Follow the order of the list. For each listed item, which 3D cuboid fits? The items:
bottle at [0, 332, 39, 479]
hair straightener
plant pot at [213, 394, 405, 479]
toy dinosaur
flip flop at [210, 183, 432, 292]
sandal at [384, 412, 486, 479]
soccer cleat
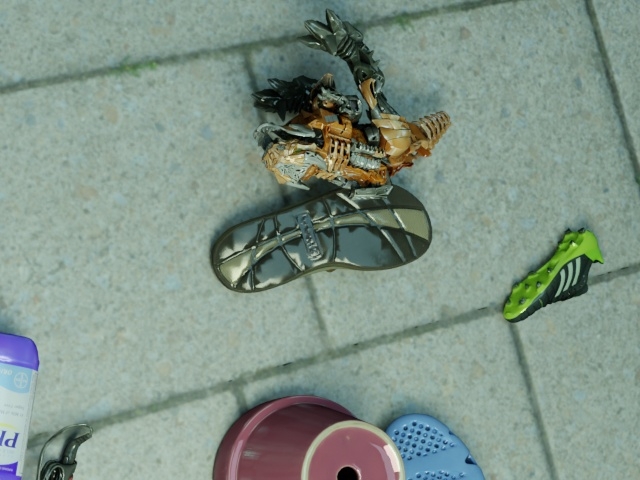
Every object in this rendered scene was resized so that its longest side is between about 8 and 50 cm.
[{"bbox_3d":[-0.378,0.237,1.670,0.118,0.092,0.282,12,77,-17],"label":"bottle"},{"bbox_3d":[-0.300,0.305,1.697,0.047,0.089,0.230,16,72,14],"label":"hair straightener"},{"bbox_3d":[0.001,0.274,1.790,0.201,0.180,0.201,4,80,-25],"label":"plant pot"},{"bbox_3d":[0.034,-0.131,1.860,0.218,0.164,0.322,57,18,22],"label":"toy dinosaur"},{"bbox_3d":[0.000,0.000,1.899,0.277,0.080,0.112,-15,90,-11],"label":"flip flop"},{"bbox_3d":[0.154,0.345,1.832,0.126,0.138,0.317,-23,67,1],"label":"sandal"},{"bbox_3d":[0.309,0.057,2.037,0.179,0.060,0.072,-43,113,-25],"label":"soccer cleat"}]
